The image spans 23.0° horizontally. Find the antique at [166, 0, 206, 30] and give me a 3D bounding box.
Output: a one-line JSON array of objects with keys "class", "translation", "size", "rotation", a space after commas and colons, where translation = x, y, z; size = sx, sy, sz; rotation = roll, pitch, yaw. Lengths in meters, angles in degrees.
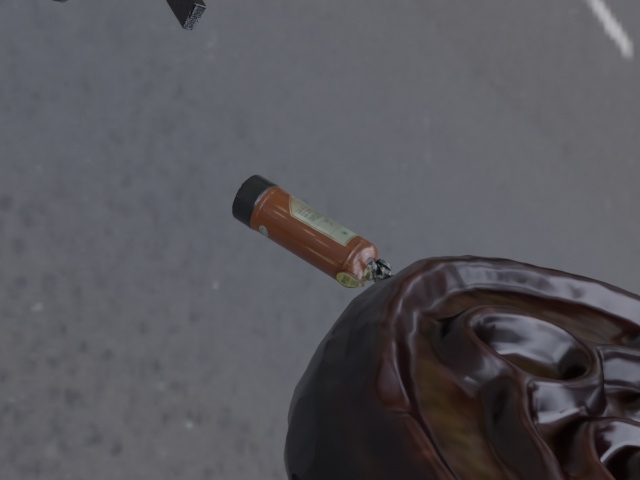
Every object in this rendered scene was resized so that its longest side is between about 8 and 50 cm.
[{"class": "antique", "translation": [-0.152, -0.266, 1.537], "size": [0.015, 0.192, 0.031], "rotation": [13, 121, -34]}]

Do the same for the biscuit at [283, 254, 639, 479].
[{"class": "biscuit", "translation": [0.174, 0.143, 0.714], "size": [0.091, 0.407, 0.407], "rotation": [-57, 160, 22]}]

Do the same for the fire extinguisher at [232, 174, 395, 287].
[{"class": "fire extinguisher", "translation": [0.000, 0.000, 1.434], "size": [0.050, 0.177, 0.062], "rotation": [-53, 156, -14]}]

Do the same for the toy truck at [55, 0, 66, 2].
[{"class": "toy truck", "translation": [-0.291, -0.258, 1.376], "size": [0.100, 0.168, 0.077], "rotation": [86, -1, -67]}]
